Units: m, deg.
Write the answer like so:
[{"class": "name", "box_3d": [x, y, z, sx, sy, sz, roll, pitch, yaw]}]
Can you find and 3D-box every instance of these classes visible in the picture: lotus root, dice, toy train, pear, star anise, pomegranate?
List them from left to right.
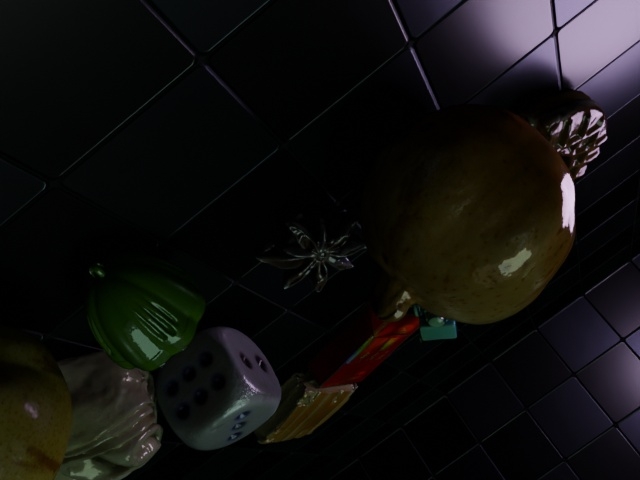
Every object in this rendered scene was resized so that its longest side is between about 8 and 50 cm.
[{"class": "pear", "box_3d": [-0.497, 0.260, 0.937, 0.314, 0.314, 0.314, -26, 151, -16]}, {"class": "lotus root", "box_3d": [-0.293, 0.083, 1.032, 0.186, 0.186, 0.186, -26, 151, -16]}, {"class": "dice", "box_3d": [-0.210, 0.305, 1.410, 0.193, 0.194, 0.192, -37, 151, 8]}, {"class": "star anise", "box_3d": [0.000, -0.001, 1.269, 0.231, 0.089, 0.209, -36, 140, 1]}, {"class": "toy train", "box_3d": [0.286, 0.146, 1.693, 0.112, 0.203, 0.163, -5, 137, 14]}, {"class": "pomegranate", "box_3d": [0.230, -0.024, 1.164, 0.410, 0.410, 0.410, -26, 151, -16]}]

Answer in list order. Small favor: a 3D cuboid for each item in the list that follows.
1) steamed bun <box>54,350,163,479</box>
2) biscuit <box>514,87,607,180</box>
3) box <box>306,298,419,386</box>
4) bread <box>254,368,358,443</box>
[{"class": "steamed bun", "box_3d": [-0.415, 0.355, 1.251, 0.276, 0.203, 0.289, -7, 143, -38]}, {"class": "biscuit", "box_3d": [0.495, -0.179, 1.498, 0.268, 0.115, 0.366, -21, 151, -22]}, {"class": "box", "box_3d": [0.134, 0.266, 1.834, 0.197, 0.089, 0.313, 8, 130, -51]}, {"class": "bread", "box_3d": [-0.051, 0.458, 1.910, 0.246, 0.111, 0.239, -47, 151, 22]}]
